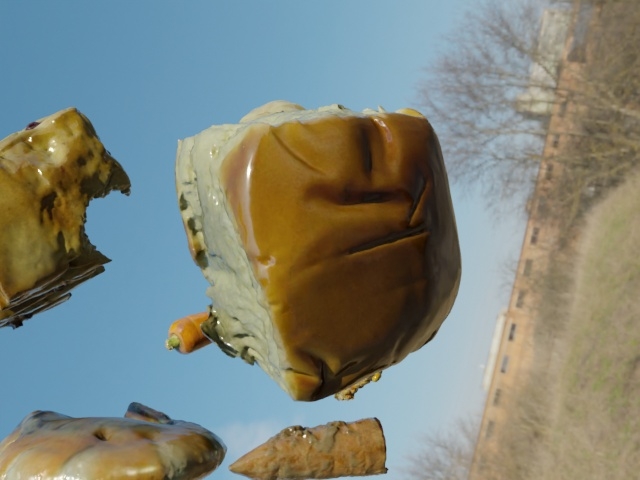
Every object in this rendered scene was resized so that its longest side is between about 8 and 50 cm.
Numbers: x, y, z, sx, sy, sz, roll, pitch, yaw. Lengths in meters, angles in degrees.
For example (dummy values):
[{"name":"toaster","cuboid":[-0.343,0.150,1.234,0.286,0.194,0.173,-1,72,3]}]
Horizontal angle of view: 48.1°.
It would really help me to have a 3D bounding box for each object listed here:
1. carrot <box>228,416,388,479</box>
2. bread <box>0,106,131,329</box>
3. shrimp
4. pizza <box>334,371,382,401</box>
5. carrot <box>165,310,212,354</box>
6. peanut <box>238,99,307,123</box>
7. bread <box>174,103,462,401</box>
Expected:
[{"name":"carrot","cuboid":[-0.019,0.341,1.133,0.263,0.102,0.102,-3,-70,-23]},{"name":"bread","cuboid":[-0.509,-0.040,1.272,0.370,0.191,0.314,-33,-83,-22]},{"name":"shrimp","cuboid":[-0.148,0.137,0.481,0.145,0.254,0.059,-6,-99,-29]},{"name":"pizza","cuboid":[0.090,0.210,1.209,0.178,0.041,0.131,-47,-5,-4]},{"name":"carrot","cuboid":[-0.148,0.131,1.213,0.256,0.061,0.061,-19,-55,-31]},{"name":"peanut","cuboid":[-0.022,-0.085,1.102,0.152,0.313,0.152,-28,-15,-8]},{"name":"bread","cuboid":[0.000,0.000,0.673,0.279,0.225,0.250,-19,-72,-47]}]
